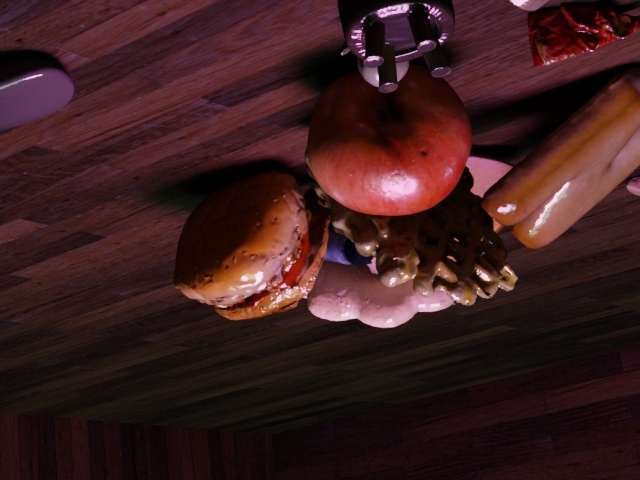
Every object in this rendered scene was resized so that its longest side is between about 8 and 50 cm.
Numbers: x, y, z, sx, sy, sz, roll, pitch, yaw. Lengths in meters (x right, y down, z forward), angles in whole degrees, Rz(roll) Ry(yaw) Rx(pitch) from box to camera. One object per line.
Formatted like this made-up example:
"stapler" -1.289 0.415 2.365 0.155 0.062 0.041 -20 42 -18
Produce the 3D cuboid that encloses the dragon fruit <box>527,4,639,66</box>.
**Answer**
"dragon fruit" 0.318 -0.262 1.694 0.131 0.063 0.097 -13 -165 19

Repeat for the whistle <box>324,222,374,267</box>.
"whistle" 0.000 0.000 2.206 0.062 0.062 0.304 0 -175 -23

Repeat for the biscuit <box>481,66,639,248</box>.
"biscuit" 0.372 -0.108 1.985 0.290 0.062 0.237 -41 154 8

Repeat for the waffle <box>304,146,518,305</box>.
"waffle" 0.130 -0.040 1.927 0.297 0.317 0.073 3 133 -37

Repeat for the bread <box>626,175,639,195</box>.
"bread" 0.605 -0.107 2.350 0.152 0.105 0.077 21 178 28

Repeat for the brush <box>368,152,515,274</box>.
"brush" 0.187 -0.048 2.161 0.266 0.174 0.166 -17 178 -15

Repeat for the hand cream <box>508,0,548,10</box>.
"hand cream" 0.263 -0.319 1.429 0.084 0.084 0.203 7 152 -38

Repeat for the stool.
"stool" 0.080 -0.229 1.570 0.125 0.121 0.217 -4 158 -15

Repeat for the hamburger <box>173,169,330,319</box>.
"hamburger" -0.103 0.005 2.109 0.244 0.244 0.163 -21 136 40

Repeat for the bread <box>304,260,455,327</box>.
"bread" 0.097 0.040 2.281 0.315 0.316 0.054 -7 121 1

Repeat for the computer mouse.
"computer mouse" -0.411 -0.166 1.677 0.232 0.057 0.120 -9 163 5

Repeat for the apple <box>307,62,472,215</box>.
"apple" 0.083 -0.130 1.768 0.209 0.210 0.164 -10 159 9
